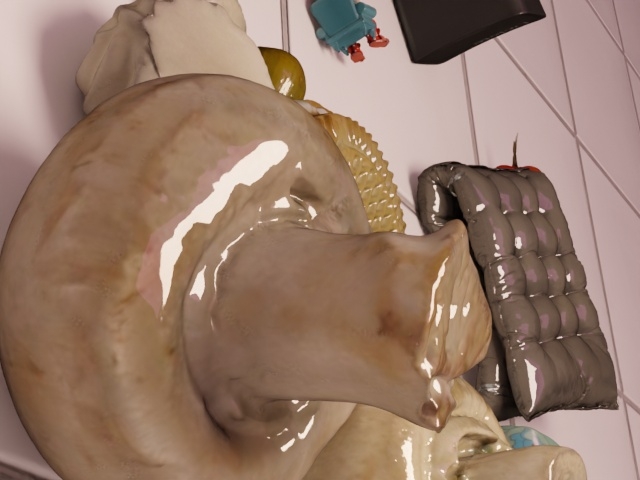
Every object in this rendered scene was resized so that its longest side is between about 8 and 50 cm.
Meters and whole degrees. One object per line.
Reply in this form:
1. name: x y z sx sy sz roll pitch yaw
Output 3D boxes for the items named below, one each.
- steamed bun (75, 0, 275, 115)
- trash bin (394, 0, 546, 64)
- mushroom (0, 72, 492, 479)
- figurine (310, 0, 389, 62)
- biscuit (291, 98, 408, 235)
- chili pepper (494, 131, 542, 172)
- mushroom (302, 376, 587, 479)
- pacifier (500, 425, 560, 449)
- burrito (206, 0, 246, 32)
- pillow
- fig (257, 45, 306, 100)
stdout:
1. steamed bun: -0.116 -0.108 1.017 0.183 0.106 0.183 34 42 -38
2. trash bin: 0.170 -0.365 1.704 0.115 0.165 0.225 -12 81 -64
3. mushroom: -0.046 0.038 0.822 0.297 0.290 0.297 -2 92 -54
4. figurine: 0.023 -0.274 1.460 0.075 0.068 0.140 12 56 -57
5. biscuit: 0.000 0.000 1.158 0.259 0.079 0.259 13 75 -59
6. chili pepper: 0.265 -0.062 1.768 0.084 0.086 0.192 15 63 -19
7. mushroom: 0.105 0.214 1.086 0.254 0.234 0.260 45 36 -37
8. pacifier: 0.214 0.273 1.450 0.150 0.127 0.116 -109 -156 -54
9. burrito: -0.133 -0.315 1.165 0.117 0.076 0.392 8 67 -68
10. pillow: 0.239 0.060 1.572 0.228 0.101 0.326 1 71 -50
11. fig: -0.053 -0.135 1.204 0.074 0.074 0.088 48 46 -39
